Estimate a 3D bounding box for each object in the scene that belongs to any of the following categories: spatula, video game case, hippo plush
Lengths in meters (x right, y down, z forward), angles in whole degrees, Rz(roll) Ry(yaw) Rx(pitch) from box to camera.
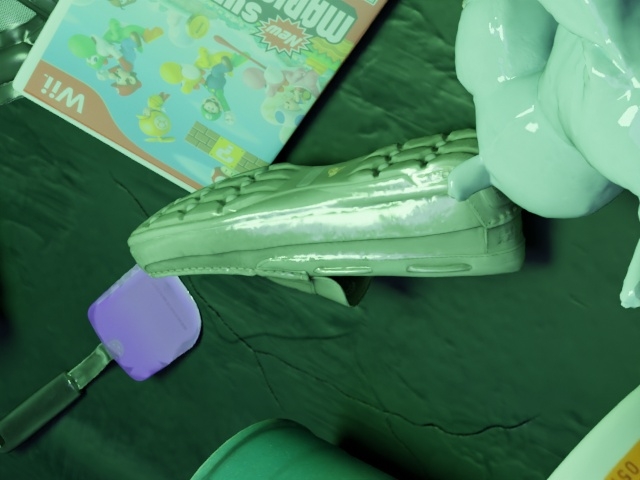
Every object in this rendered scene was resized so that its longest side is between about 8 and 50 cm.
[{"bbox_3d":[-0.207,0.116,1.711,0.296,0.030,0.084,-39,86,40],"label":"spatula"},{"bbox_3d":[-0.084,-0.163,1.455,0.204,0.025,0.285,30,129,-9],"label":"video game case"},{"bbox_3d":[0.207,-0.105,1.239,0.236,0.234,0.294,144,112,-70],"label":"hippo plush"}]

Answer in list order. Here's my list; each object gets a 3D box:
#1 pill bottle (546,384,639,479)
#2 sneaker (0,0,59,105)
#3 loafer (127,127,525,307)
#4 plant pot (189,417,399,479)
[{"bbox_3d":[0.313,0.280,1.267,0.392,0.224,0.224,42,128,16],"label":"pill bottle"},{"bbox_3d":[-0.272,-0.195,1.583,0.268,0.101,0.153,22,117,25],"label":"sneaker"},{"bbox_3d":[0.000,0.000,1.451,0.319,0.112,0.111,-8,110,32],"label":"loafer"},{"bbox_3d":[0.031,0.303,1.455,0.255,0.271,0.272,20,119,29],"label":"plant pot"}]
